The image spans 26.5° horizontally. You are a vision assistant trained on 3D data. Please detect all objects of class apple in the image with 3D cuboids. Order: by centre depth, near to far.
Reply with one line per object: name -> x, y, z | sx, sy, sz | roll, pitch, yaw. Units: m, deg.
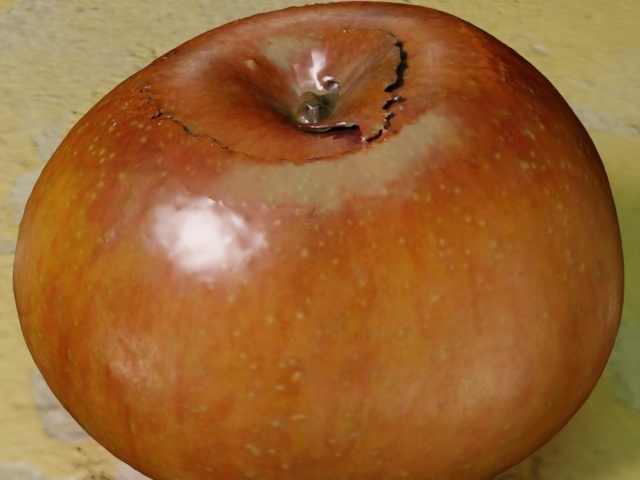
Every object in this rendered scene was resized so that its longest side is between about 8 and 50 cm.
apple -> 0.000, 0.000, 0.534 | 0.235, 0.173, 0.210 | -14, 41, -20
